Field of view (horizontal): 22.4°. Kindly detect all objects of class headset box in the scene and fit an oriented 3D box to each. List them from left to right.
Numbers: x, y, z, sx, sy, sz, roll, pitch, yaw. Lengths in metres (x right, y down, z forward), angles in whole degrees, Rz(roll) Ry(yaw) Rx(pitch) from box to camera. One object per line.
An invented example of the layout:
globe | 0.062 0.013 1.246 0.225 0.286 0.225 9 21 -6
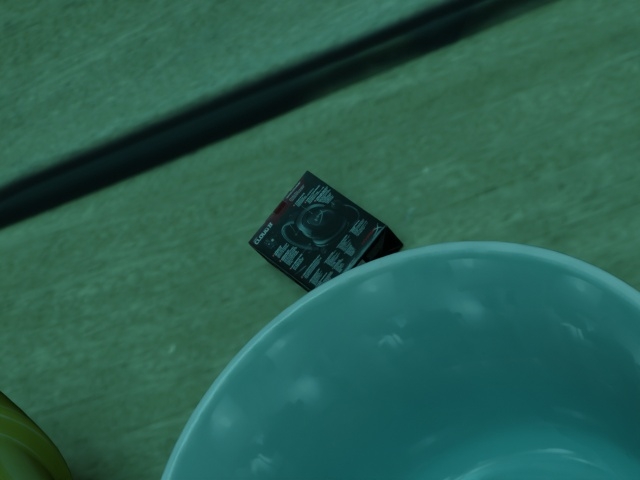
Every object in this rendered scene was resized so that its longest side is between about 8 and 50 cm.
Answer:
headset box | 0.000 0.000 1.027 0.083 0.032 0.062 35 84 35

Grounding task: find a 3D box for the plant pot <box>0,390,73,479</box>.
plant pot | -0.212 0.218 0.874 0.239 0.254 0.254 31 82 41

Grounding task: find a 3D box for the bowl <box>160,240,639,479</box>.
bowl | 0.082 0.172 0.817 0.311 0.163 0.312 -13 59 23
